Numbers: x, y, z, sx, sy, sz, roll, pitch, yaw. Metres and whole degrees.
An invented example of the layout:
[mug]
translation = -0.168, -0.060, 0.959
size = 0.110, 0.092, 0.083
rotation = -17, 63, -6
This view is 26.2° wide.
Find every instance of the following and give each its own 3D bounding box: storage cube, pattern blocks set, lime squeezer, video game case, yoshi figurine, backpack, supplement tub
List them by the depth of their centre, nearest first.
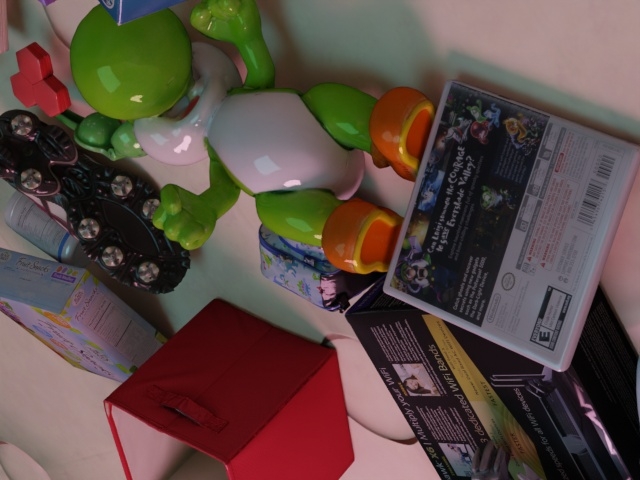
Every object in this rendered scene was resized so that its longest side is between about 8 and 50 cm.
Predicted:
[video game case]
translation = 0.151, -0.014, 1.110
size = 0.173, 0.022, 0.190
rotation = 24, 107, 27
[yoshi figurine]
translation = -0.086, -0.111, 1.202
size = 0.362, 0.203, 0.203
rotation = 25, 135, 28
[backpack]
translation = 0.000, 0.000, 1.299
size = 0.114, 0.105, 0.084
rotation = 21, 133, 36
[lime squeezer]
translation = -0.228, -0.134, 1.447
size = 0.310, 0.059, 0.110
rotation = -5, 121, 50
[pattern blocks set]
translation = -0.397, -0.287, 1.471
size = 0.325, 0.026, 0.285
rotation = 25, 133, 32
[storage cube]
translation = -0.097, 0.215, 1.535
size = 0.184, 0.193, 0.215
rotation = 21, 139, 32
[supplement tub]
translation = -0.316, -0.018, 1.642
size = 0.107, 0.071, 0.071
rotation = 32, 143, 21

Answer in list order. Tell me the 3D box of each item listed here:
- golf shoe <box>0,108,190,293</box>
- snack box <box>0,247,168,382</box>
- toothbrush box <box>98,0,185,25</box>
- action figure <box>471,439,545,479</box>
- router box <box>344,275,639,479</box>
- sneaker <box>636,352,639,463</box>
[golf shoe]
translation = -0.255, -0.045, 1.553
size = 0.273, 0.105, 0.120
rotation = 41, 174, 0
[snack box]
translation = -0.294, 0.098, 1.678
size = 0.174, 0.070, 0.207
rotation = 12, 156, 39
[toothbrush box]
translation = -0.072, -0.322, 0.938
size = 0.126, 0.216, 0.295
rotation = 49, 148, 26
[action figure]
translation = 0.172, 0.272, 1.255
size = 0.285, 0.099, 0.185
rotation = -25, 98, 50
[router box]
translation = 0.193, 0.162, 1.273
size = 0.243, 0.081, 0.309
rotation = -7, 119, 49
[sneaker]
translation = 0.344, 0.208, 1.154
size = 0.150, 0.135, 0.366
rotation = 53, 165, 50
